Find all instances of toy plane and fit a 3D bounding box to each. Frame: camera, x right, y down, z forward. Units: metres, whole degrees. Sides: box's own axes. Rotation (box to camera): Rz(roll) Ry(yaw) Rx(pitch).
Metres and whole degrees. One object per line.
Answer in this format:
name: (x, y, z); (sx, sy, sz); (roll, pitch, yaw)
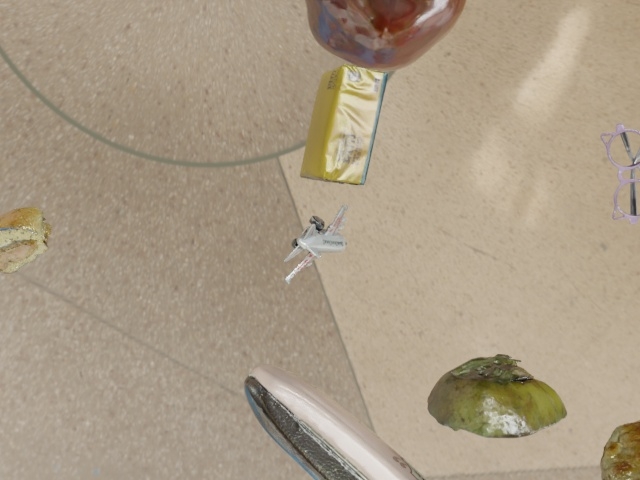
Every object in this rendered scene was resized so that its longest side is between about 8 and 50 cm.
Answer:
toy plane: (0.000, 0.000, 1.313); (0.065, 0.171, 0.162); (42, 108, 10)

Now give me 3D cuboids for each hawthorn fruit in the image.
hawthorn fruit: (0.107, -0.449, 1.356); (0.308, 0.325, 0.308); (-1, 74, 5)

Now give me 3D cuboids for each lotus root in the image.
lotus root: (0.250, 0.210, 1.140); (0.203, 0.183, 0.078); (-10, 105, -47)

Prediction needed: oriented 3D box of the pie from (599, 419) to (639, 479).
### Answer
pie: (0.336, 0.205, 0.662); (0.163, 0.193, 0.079); (-46, 135, -30)

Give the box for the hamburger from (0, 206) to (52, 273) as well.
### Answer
hamburger: (-0.530, -0.019, 1.390); (0.087, 0.102, 0.176); (31, 138, -31)

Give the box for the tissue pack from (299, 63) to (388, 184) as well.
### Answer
tissue pack: (0.031, -0.168, 1.179); (0.082, 0.120, 0.169); (12, 92, -16)

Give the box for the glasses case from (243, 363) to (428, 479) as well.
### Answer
glasses case: (0.044, 0.237, 0.813); (0.314, 0.122, 0.075); (38, 84, 19)

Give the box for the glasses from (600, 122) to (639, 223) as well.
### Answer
glasses: (0.438, -0.102, 1.127); (0.062, 0.104, 0.140); (-8, 101, 24)
